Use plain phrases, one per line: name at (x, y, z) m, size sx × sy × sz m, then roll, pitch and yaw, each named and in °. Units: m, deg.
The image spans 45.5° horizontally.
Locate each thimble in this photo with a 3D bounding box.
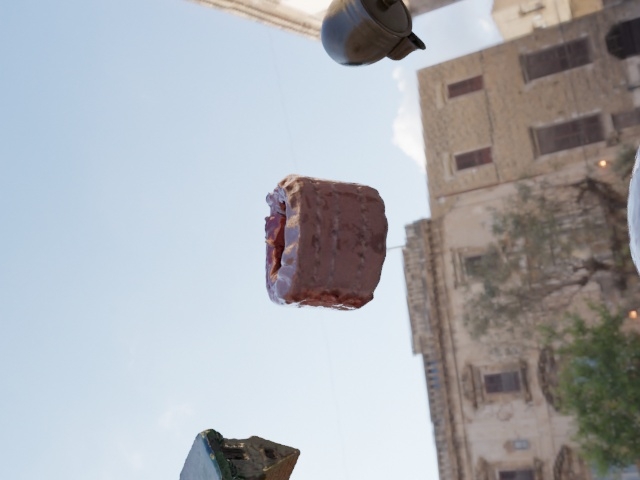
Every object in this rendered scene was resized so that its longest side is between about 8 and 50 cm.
thimble at (0.001, 0.005, 0.933) m, size 0.189 × 0.125 × 0.163 m, roll -142°, pitch 58°, yaw -75°

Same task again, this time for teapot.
teapot at (0.052, -0.196, 0.670) m, size 0.085 × 0.080 × 0.110 m, roll 39°, pitch -137°, yaw -18°

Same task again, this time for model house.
model house at (-0.061, 0.227, 0.662) m, size 0.100 × 0.088 × 0.101 m, roll 12°, pitch -157°, yaw -31°

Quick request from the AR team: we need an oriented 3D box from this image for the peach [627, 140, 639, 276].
peach at (0.429, -0.036, 0.508) m, size 0.353 × 0.339 × 0.416 m, roll 59°, pitch 162°, yaw 7°
